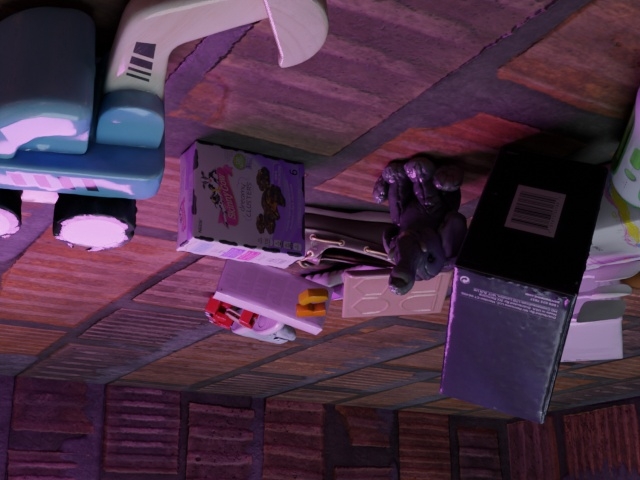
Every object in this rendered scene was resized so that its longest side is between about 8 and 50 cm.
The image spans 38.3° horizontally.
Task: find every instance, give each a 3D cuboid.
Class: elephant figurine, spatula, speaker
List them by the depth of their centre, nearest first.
[{"bbox_3d":[0.486,-0.143,1.289,0.131,0.131,0.296,-3,161,8],"label":"speaker"},{"bbox_3d":[0.163,-0.001,1.514,0.185,0.240,0.169,7,160,-21],"label":"elephant figurine"},{"bbox_3d":[0.441,0.100,1.638,0.242,0.168,0.019,-11,123,40],"label":"spatula"}]

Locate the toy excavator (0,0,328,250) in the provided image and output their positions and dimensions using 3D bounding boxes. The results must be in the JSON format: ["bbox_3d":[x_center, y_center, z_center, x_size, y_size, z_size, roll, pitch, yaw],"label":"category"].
[{"bbox_3d":[-0.244,-0.181,1.074,0.432,0.223,0.445,4,152,-16],"label":"toy excavator"}]

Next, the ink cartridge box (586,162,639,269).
[{"bbox_3d":[0.561,-0.056,1.548,0.353,0.119,0.207,-16,156,39],"label":"ink cartridge box"}]

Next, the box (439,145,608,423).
[{"bbox_3d":[0.312,0.067,1.433,0.182,0.296,0.294,14,135,17],"label":"box"}]

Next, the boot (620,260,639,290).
[{"bbox_3d":[0.656,0.009,1.741,0.283,0.109,0.220,-23,156,39],"label":"boot"}]

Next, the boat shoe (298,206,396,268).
[{"bbox_3d":[0.000,0.000,1.732,0.324,0.097,0.116,3,161,-10],"label":"boat shoe"}]

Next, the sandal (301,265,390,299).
[{"bbox_3d":[0.094,0.121,2.038,0.169,0.102,0.416,12,164,-39],"label":"sandal"}]

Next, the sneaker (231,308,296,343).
[{"bbox_3d":[-0.109,0.207,2.335,0.151,0.094,0.256,16,166,-25],"label":"sneaker"}]

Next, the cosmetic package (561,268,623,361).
[{"bbox_3d":[0.539,0.113,1.903,0.156,0.217,0.385,-5,163,15],"label":"cosmetic package"}]

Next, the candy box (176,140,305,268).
[{"bbox_3d":[-0.125,-0.054,1.467,0.196,0.165,0.070,10,158,-29],"label":"candy box"}]

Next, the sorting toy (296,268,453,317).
[{"bbox_3d":[0.103,0.101,1.861,0.307,0.041,0.229,-3,154,-2],"label":"sorting toy"}]

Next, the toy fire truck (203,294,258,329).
[{"bbox_3d":[-0.216,0.186,2.270,0.135,0.047,0.192,22,162,8],"label":"toy fire truck"}]

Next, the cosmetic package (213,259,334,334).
[{"bbox_3d":[-0.100,0.114,1.965,0.238,0.099,0.060,21,156,-8],"label":"cosmetic package"}]
